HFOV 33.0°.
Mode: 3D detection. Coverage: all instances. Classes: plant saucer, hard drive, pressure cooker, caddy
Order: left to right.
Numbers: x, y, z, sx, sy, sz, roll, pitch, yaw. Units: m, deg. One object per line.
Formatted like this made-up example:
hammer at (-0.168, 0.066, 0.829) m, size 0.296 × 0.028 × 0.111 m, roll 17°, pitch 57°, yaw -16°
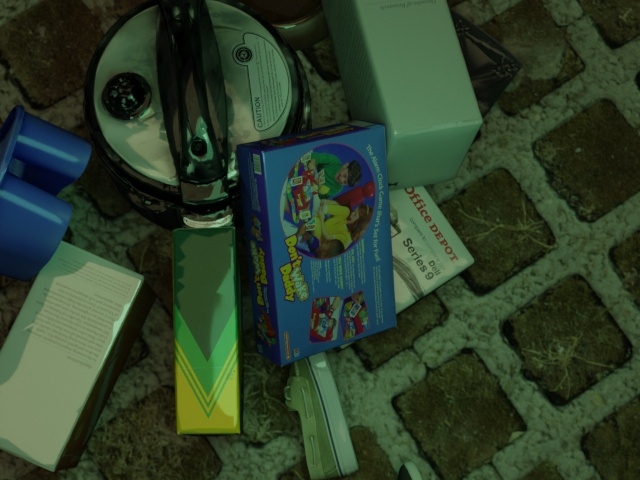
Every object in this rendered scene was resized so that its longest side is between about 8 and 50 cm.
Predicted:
caddy at (-0.510, -0.075, 1.754) m, size 0.179 × 0.341 × 0.241 m, roll 23°, pitch 64°, yaw -21°
pressure cooker at (-0.208, -0.207, 1.824) m, size 0.370 × 0.420 × 0.375 m, roll 39°, pitch 80°, yaw 5°
plant saucer at (-0.083, -0.514, 2.074) m, size 0.311 × 0.050 × 0.310 m, roll 0°, pitch 81°, yaw -2°
hard drive at (0.235, -0.343, 2.053) m, size 0.255 × 0.054 × 0.172 m, roll 36°, pitch 81°, yaw 5°

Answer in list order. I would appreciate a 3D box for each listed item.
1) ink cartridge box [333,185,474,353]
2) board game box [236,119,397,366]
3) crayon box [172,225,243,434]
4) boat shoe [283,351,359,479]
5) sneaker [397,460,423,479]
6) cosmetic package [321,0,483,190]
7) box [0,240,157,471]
ink cartridge box at (0.097, 0.036, 1.944) m, size 0.289 × 0.121 × 0.211 m, roll -33°, pitch 83°, yaw -8°
board game box at (0.000, 0.000, 1.724) m, size 0.233 × 0.078 × 0.347 m, roll -15°, pitch 110°, yaw -32°
crayon box at (-0.179, 0.164, 1.786) m, size 0.106 × 0.363 × 0.313 m, roll -3°, pitch 80°, yaw -3°
boat shoe at (-0.016, 0.277, 1.905) m, size 0.094 × 0.109 × 0.302 m, roll -17°, pitch 84°, yaw -4°
sneaker at (0.113, 0.531, 1.863) m, size 0.147 × 0.104 × 0.295 m, roll 0°, pitch 84°, yaw -8°
cosmetic package at (0.126, -0.339, 1.878) m, size 0.162 × 0.230 × 0.453 m, roll -9°, pitch 70°, yaw -10°
box at (-0.434, 0.199, 1.843) m, size 0.168 × 0.215 × 0.345 m, roll 24°, pitch 80°, yaw 1°
